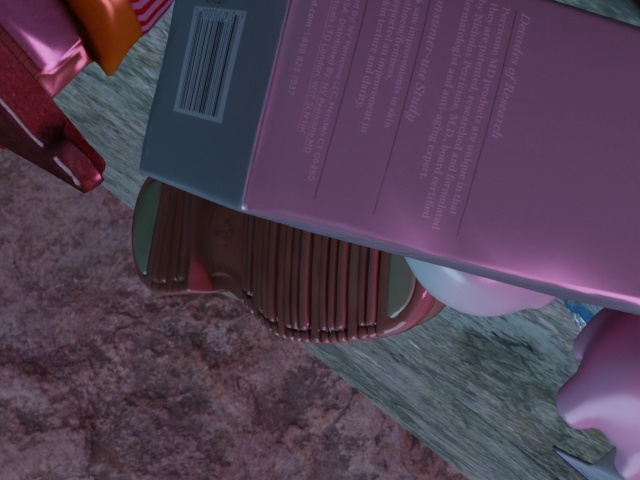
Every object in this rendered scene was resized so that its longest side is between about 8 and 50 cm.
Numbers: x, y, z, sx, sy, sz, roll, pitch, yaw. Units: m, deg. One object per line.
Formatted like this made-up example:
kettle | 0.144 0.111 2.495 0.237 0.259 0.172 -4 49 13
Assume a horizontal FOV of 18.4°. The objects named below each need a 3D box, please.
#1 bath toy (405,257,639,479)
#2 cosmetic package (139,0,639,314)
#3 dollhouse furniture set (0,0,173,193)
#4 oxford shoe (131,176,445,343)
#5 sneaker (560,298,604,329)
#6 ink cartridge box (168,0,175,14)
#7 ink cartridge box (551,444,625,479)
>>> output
bath toy | 0.191 0.049 0.896 0.348 0.129 0.151 42 -147 -11
cosmetic package | 0.069 -0.036 0.713 0.238 0.107 0.127 11 -177 -24
dollhouse furniture set | -0.141 -0.215 0.550 0.374 0.201 0.152 48 168 -29
oxford shoe | 0.000 0.000 1.559 0.147 0.140 0.397 5 -174 -33
sneaker | 0.147 0.007 1.046 0.083 0.071 0.191 43 171 -9
ink cartridge box | -0.051 -0.152 1.019 0.181 0.056 0.225 40 173 -28
ink cartridge box | 0.345 0.231 1.509 0.176 0.069 0.371 40 169 -28
